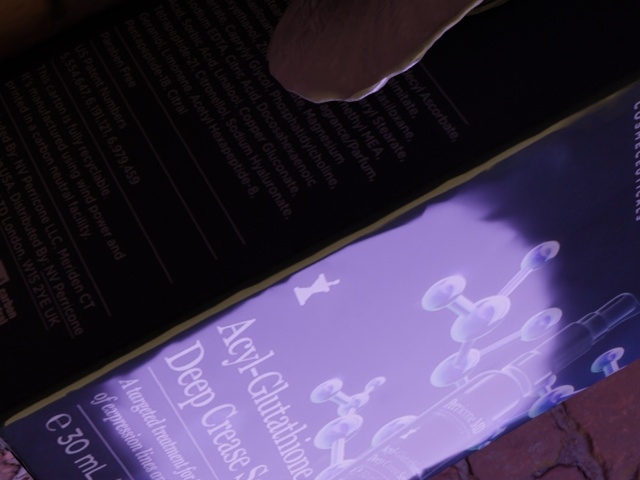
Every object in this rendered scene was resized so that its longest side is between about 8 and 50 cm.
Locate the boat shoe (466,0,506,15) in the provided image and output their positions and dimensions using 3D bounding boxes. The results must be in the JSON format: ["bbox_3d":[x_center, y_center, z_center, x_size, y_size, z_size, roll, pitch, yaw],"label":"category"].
[{"bbox_3d":[0.109,-0.157,0.676,0.152,0.049,0.056,-45,125,-7],"label":"boat shoe"}]

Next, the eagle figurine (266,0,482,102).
[{"bbox_3d":[0.065,-0.186,0.542,0.298,0.226,0.225,-5,131,-47],"label":"eagle figurine"}]

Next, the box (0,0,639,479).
[{"bbox_3d":[0.000,0.000,0.815,0.396,0.212,0.293,-29,145,-6],"label":"box"}]
